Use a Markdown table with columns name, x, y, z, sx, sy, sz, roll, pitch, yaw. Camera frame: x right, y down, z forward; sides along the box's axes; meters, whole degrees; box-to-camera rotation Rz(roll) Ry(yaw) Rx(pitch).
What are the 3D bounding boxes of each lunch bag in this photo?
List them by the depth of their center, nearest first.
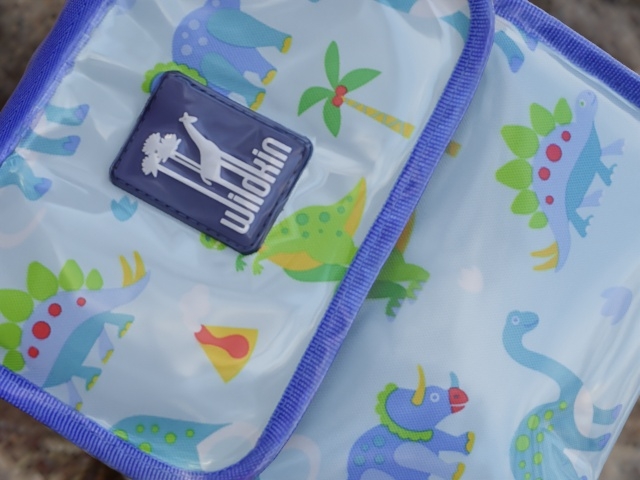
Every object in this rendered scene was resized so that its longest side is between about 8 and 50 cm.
| name | x | y | z | sx | sy | sz | roll | pitch | yaw |
| --- | --- | --- | --- | --- | --- | --- | --- | --- | --- |
| lunch bag | 0.000 | 0.000 | 0.426 | 0.151 | 0.096 | 0.129 | 31 | 83 | -19 |
